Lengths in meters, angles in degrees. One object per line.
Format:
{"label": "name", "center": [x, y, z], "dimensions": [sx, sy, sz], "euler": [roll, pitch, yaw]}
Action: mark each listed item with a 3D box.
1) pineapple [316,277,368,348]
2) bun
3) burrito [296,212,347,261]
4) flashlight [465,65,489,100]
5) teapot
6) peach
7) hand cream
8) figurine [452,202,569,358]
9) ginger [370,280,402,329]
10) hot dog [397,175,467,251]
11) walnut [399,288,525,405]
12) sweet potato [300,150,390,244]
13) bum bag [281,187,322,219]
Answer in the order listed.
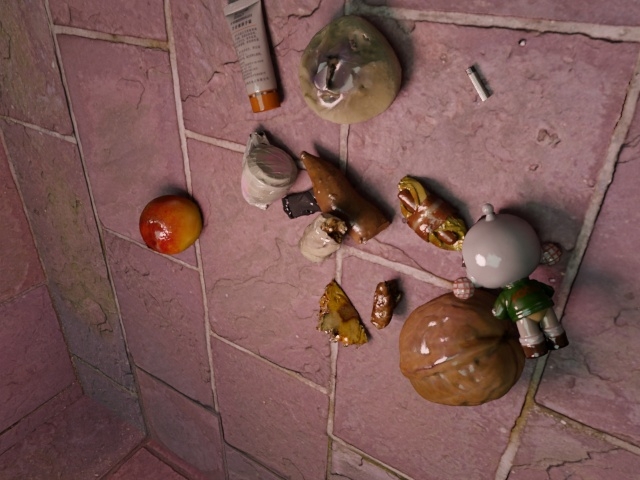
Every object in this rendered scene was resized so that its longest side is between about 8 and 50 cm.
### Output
{"label": "pineapple", "center": [0.030, 0.286, 1.666], "dimensions": [0.139, 0.164, 0.250], "euler": [-25, 102, 50]}
{"label": "bun", "center": [0.063, -0.418, 1.237], "dimensions": [0.272, 0.168, 0.273], "euler": [12, 118, 22]}
{"label": "burrito", "center": [0.000, 0.000, 1.478], "dimensions": [0.117, 0.076, 0.392], "euler": [35, 162, -3]}
{"label": "flashlight", "center": [0.366, -0.366, 1.142], "dimensions": [0.018, 0.018, 0.083], "euler": [-27, 97, 44]}
{"label": "teapot", "center": [-0.195, -0.210, 1.544], "dimensions": [0.221, 0.163, 0.178], "euler": [46, 139, 5]}
{"label": "peach", "center": [-0.569, -0.059, 1.858], "dimensions": [0.230, 0.231, 0.231], "euler": [17, 124, 28]}
{"label": "hand cream", "center": [-0.199, -0.532, 1.415], "dimensions": [0.139, 0.089, 0.315], "euler": [0, 111, 35]}
{"label": "figurine", "center": [0.463, 0.091, 1.176], "dimensions": [0.281, 0.167, 0.370], "euler": [-21, 78, 0]}
{"label": "ginger", "center": [0.208, 0.192, 1.523], "dimensions": [0.073, 0.103, 0.162], "euler": [16, 114, 23]}
{"label": "hot dog", "center": [0.294, -0.057, 1.319], "dimensions": [0.261, 0.093, 0.123], "euler": [41, 131, 10]}
{"label": "walnut", "center": [0.368, 0.297, 1.343], "dimensions": [0.343, 0.306, 0.306], "euler": [-27, 98, 40]}
{"label": "sweet potato", "center": [0.046, -0.126, 1.438], "dimensions": [0.336, 0.131, 0.131], "euler": [45, 132, 6]}
{"label": "bum bag", "center": [-0.053, -0.115, 1.569], "dimensions": [0.197, 0.049, 0.087], "euler": [-11, 113, 39]}
